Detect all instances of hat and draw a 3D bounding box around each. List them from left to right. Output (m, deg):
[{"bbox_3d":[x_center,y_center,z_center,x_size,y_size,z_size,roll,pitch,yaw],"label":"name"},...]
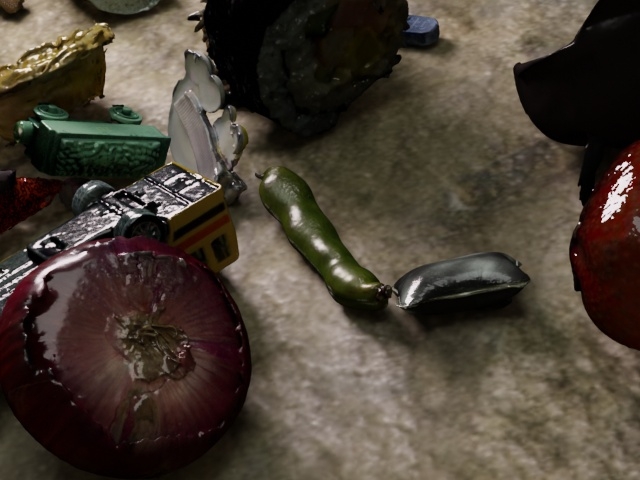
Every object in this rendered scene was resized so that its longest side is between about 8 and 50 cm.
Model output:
[{"bbox_3d":[-0.349,-0.039,1.854,0.227,0.140,0.129,-17,67,-27],"label":"hat"},{"bbox_3d":[0.355,-0.174,1.780,0.238,0.336,0.209,-27,80,-43],"label":"hat"}]

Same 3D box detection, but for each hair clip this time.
[{"bbox_3d":[-0.132,-0.117,1.903,0.049,0.116,0.172,2,56,-42],"label":"hair clip"}]

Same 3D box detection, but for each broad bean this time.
[{"bbox_3d":[0.000,0.000,1.786,0.052,0.053,0.256,0,33,-33],"label":"broad bean"}]

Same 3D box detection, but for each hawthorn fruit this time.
[{"bbox_3d":[0.359,0.011,1.605,0.249,0.215,0.215,12,44,12],"label":"hawthorn fruit"}]

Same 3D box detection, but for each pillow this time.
[{"bbox_3d":[0.137,0.042,1.708,0.135,0.055,0.091,-8,39,-1],"label":"pillow"}]

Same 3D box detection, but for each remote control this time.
[{"bbox_3d":[0.073,-0.259,2.088,0.152,0.027,0.043,13,51,26],"label":"remote control"}]

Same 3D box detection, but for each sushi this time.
[{"bbox_3d":[-0.038,-0.257,1.955,0.238,0.225,0.219,-19,39,-15],"label":"sushi"}]

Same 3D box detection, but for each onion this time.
[{"bbox_3d":[-0.184,0.109,1.596,0.248,0.248,0.161,-44,17,-33],"label":"onion"}]

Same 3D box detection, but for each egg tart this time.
[{"bbox_3d":[-0.317,-0.177,1.986,0.212,0.090,0.212,-29,11,6],"label":"egg tart"}]

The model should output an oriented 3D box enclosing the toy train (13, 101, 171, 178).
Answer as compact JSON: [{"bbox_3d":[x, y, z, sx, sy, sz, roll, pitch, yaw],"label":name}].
[{"bbox_3d":[-0.250,-0.106,1.905,0.172,0.070,0.099,0,27,-36],"label":"toy train"}]

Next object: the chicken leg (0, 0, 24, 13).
[{"bbox_3d":[-0.448,-0.348,2.266,0.085,0.069,0.198,-13,42,-42],"label":"chicken leg"}]

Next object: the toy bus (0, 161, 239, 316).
[{"bbox_3d":[-0.247,0.042,1.723,0.335,0.123,0.121,-33,34,-22],"label":"toy bus"}]

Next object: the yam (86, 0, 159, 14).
[{"bbox_3d":[-0.323,-0.409,2.256,0.133,0.133,0.330,-28,43,-20],"label":"yam"}]
